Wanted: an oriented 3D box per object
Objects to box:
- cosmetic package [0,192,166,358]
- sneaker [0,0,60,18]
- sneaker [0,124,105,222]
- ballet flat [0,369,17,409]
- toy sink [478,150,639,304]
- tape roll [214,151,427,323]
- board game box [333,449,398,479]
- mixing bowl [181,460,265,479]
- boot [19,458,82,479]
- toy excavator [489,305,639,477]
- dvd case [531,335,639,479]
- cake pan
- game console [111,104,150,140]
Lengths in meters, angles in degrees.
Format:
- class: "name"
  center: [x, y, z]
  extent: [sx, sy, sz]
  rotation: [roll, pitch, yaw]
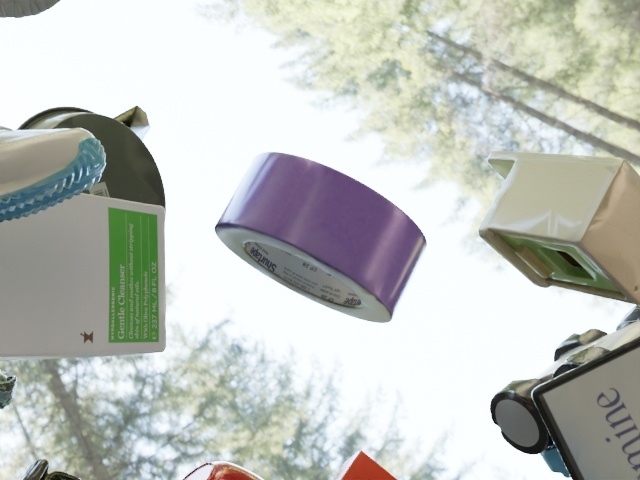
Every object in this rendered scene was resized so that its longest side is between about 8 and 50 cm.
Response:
- class: "cosmetic package"
  center: [-0.356, 0.040, 0.969]
  extent: [0.365, 0.155, 0.197]
  rotation: [7, -101, -58]
- class: "sneaker"
  center: [-0.306, -0.326, 0.999]
  extent: [0.235, 0.095, 0.090]
  rotation: [-17, -68, 7]
- class: "sneaker"
  center: [-0.244, -0.051, 0.526]
  extent: [0.228, 0.087, 0.092]
  rotation: [-7, -90, 13]
- class: "ballet flat"
  center: [-0.577, 0.206, 1.366]
  extent: [0.188, 0.070, 0.070]
  rotation: [28, -79, -20]
- class: "toy sink"
  center: [0.310, -0.018, 1.106]
  extent: [0.153, 0.234, 0.131]
  rotation: [38, -103, -31]
- class: "tape roll"
  center: [0.000, 0.000, 0.809]
  extent: [0.189, 0.189, 0.080]
  rotation: [42, -109, -42]
- class: "board game box"
  center: [0.098, 0.434, 0.966]
  extent: [0.242, 0.316, 0.064]
  rotation: [-49, -5, -37]
- class: "mixing bowl"
  center: [-0.158, 0.386, 1.229]
  extent: [0.181, 0.181, 0.098]
  rotation: [-38, -79, -7]
- class: "boot"
  center: [-0.178, 0.276, 0.586]
  extent: [0.229, 0.091, 0.263]
  rotation: [-26, -64, 22]
- class: "toy excavator"
  center: [0.521, 0.305, 1.160]
  extent: [0.222, 0.445, 0.433]
  rotation: [-28, -9, -35]
- class: "dvd case"
  center: [0.271, 0.110, 0.486]
  extent: [0.253, 0.180, 0.022]
  rotation: [-31, -33, 15]
- class: "cake pan"
  center: [-0.341, -0.060, 1.271]
  extent: [0.293, 0.054, 0.293]
  rotation: [12, -106, -52]
- class: "game console"
  center: [-0.431, -0.080, 1.542]
  extent: [0.044, 0.213, 0.361]
  rotation: [36, -63, -1]
